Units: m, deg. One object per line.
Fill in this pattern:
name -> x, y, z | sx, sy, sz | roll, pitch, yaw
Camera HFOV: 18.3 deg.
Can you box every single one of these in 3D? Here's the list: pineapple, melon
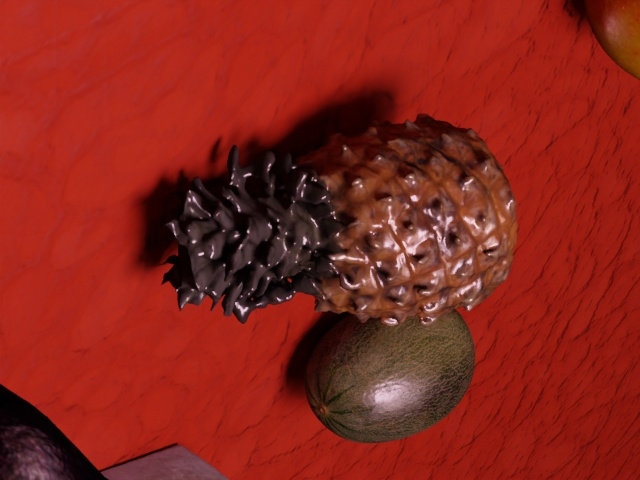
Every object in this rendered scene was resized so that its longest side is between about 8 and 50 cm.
pineapple -> 0.000, 0.000, 1.388 | 0.278, 0.158, 0.158 | -12, 131, -35
melon -> 0.061, 0.102, 1.606 | 0.167, 0.114, 0.114 | -23, 138, -43

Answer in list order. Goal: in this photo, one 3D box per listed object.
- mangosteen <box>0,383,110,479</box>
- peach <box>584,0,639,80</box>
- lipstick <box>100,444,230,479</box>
mangosteen -> -0.255, 0.197, 1.108 | 0.287, 0.287, 0.233 | -51, -172, -9
peach -> 0.301, -0.211, 1.575 | 0.197, 0.197, 0.197 | -37, 147, -30
lipstick -> -0.206, 0.234, 1.380 | 0.371, 0.076, 0.080 | -15, 130, -50
